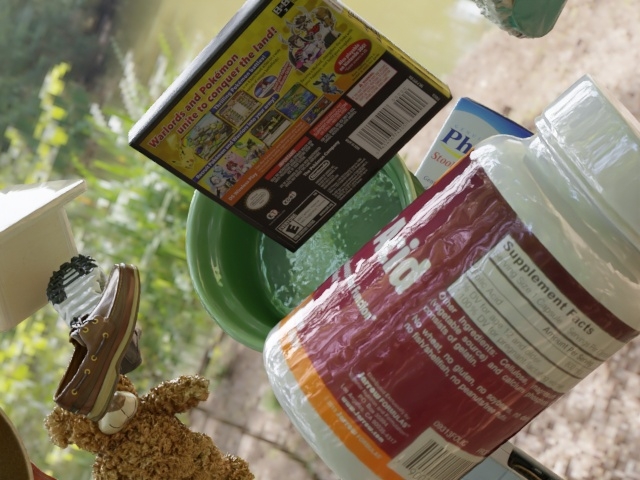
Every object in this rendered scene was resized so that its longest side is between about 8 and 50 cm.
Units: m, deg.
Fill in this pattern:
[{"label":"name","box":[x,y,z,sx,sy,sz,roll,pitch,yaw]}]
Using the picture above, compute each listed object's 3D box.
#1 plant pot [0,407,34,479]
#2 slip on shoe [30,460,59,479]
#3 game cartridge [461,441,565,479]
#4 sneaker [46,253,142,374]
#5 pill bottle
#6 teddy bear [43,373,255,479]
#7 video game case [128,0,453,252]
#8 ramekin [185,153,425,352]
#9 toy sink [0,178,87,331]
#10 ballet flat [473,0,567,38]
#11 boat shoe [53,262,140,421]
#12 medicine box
[{"label":"plant pot","box":[-0.467,0.290,1.450,0.254,0.237,0.237,-38,31,33]},{"label":"slip on shoe","box":[-0.426,0.286,1.689,0.101,0.331,0.123,-56,-16,-46]},{"label":"game cartridge","box":[0.270,0.382,1.794,0.198,0.297,0.062,-57,-2,35]},{"label":"sneaker","box":[-0.276,0.098,1.727,0.078,0.106,0.234,-34,30,-7]},{"label":"pill bottle","box":[0.157,0.047,1.267,0.392,0.224,0.224,-42,23,14]},{"label":"teddy bear","box":[-0.241,0.314,2.041,0.245,0.338,0.113,-30,16,-12]},{"label":"video game case","box":[-0.033,-0.141,1.559,0.275,0.248,0.035,-44,30,22]},{"label":"ramekin","box":[0.000,0.000,1.722,0.148,0.303,0.303,24,-93,-65]},{"label":"toy sink","box":[-0.416,0.023,1.858,0.234,0.153,0.131,-43,-56,-54]},{"label":"ballet flat","box":[0.216,-0.364,1.746,0.147,0.147,0.409,-69,-21,2]},{"label":"boat shoe","box":[-0.244,0.107,1.528,0.064,0.060,0.178,-4,69,65]},{"label":"medicine box","box":[0.198,-0.032,2.026,0.289,0.149,0.263,-60,-8,-2]}]
